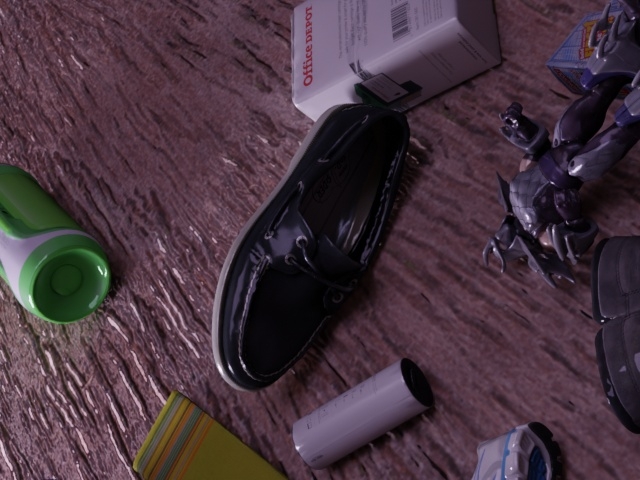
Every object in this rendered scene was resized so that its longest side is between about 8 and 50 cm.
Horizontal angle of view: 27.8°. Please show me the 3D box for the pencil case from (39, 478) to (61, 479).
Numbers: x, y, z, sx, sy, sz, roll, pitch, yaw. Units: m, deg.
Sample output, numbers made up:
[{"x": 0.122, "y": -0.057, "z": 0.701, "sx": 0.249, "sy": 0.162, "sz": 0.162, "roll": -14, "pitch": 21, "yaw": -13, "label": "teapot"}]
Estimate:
[{"x": -0.245, "y": 0.366, "z": 1.319, "sx": 0.133, "sy": 0.119, "sz": 0.306, "roll": -36, "pitch": 37, "yaw": -17, "label": "pencil case"}]

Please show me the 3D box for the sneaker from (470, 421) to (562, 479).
[{"x": 0.149, "y": 0.249, "z": 1.083, "sx": 0.083, "sy": 0.071, "sz": 0.190, "roll": -20, "pitch": 45, "yaw": 48, "label": "sneaker"}]

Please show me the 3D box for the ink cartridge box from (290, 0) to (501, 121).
[{"x": 0.080, "y": -0.231, "z": 1.447, "sx": 0.219, "sy": 0.092, "sz": 0.160, "roll": -24, "pitch": 48, "yaw": 30, "label": "ink cartridge box"}]

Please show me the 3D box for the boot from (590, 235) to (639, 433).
[{"x": 0.324, "y": -0.019, "z": 1.062, "sx": 0.223, "sy": 0.118, "sz": 0.338, "roll": -17, "pitch": 48, "yaw": 41, "label": "boot"}]

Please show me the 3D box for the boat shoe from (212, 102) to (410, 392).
[{"x": 0.003, "y": 0.002, "z": 1.335, "sx": 0.113, "sy": 0.127, "sz": 0.340, "roll": -3, "pitch": 51, "yaw": 55, "label": "boat shoe"}]

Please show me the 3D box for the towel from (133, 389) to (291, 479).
[{"x": -0.113, "y": 0.248, "z": 1.358, "sx": 0.237, "sy": 0.021, "sz": 0.102, "roll": 28, "pitch": 89, "yaw": 48, "label": "towel"}]

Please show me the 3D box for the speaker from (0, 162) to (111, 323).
[{"x": -0.383, "y": -0.002, "z": 1.699, "sx": 0.131, "sy": 0.131, "sz": 0.296, "roll": -54, "pitch": 40, "yaw": 0, "label": "speaker"}]

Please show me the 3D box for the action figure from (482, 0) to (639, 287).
[{"x": 0.230, "y": -0.081, "z": 1.169, "sx": 0.285, "sy": 0.099, "sz": 0.185, "roll": -55, "pitch": 41, "yaw": 28, "label": "action figure"}]

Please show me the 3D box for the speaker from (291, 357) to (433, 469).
[{"x": 0.040, "y": 0.166, "z": 1.239, "sx": 0.136, "sy": 0.055, "sz": 0.055, "roll": -34, "pitch": 44, "yaw": 22, "label": "speaker"}]

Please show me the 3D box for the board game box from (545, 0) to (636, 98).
[{"x": 0.320, "y": -0.208, "z": 1.232, "sx": 0.194, "sy": 0.060, "sz": 0.194, "roll": -3, "pitch": 61, "yaw": 41, "label": "board game box"}]
